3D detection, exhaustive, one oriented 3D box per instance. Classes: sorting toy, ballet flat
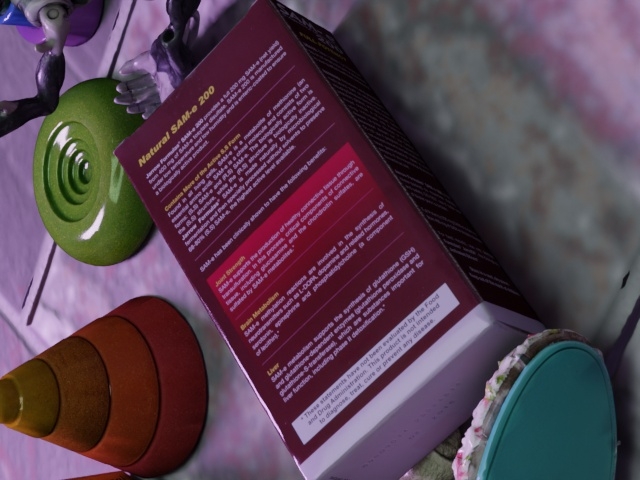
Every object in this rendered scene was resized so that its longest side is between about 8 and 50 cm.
[{"bbox_3d":[-0.182,-0.021,0.991,0.127,0.126,0.365,-24,74,45],"label":"sorting toy"},{"bbox_3d":[0.092,0.161,0.737,0.077,0.091,0.241,-178,92,-69],"label":"ballet flat"}]

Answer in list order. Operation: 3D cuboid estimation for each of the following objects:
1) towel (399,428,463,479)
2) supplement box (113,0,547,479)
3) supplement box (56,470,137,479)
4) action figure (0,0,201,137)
[{"bbox_3d":[0.015,0.092,0.853,0.110,0.027,0.148,-53,55,34],"label":"towel"},{"bbox_3d":[0.000,0.000,0.810,0.130,0.073,0.239,-43,59,18],"label":"supplement box"},{"bbox_3d":[-0.147,0.240,0.908,0.194,0.191,0.129,21,106,44],"label":"supplement box"},{"bbox_3d":[-0.148,-0.147,0.927,0.164,0.275,0.141,50,167,5],"label":"action figure"}]
